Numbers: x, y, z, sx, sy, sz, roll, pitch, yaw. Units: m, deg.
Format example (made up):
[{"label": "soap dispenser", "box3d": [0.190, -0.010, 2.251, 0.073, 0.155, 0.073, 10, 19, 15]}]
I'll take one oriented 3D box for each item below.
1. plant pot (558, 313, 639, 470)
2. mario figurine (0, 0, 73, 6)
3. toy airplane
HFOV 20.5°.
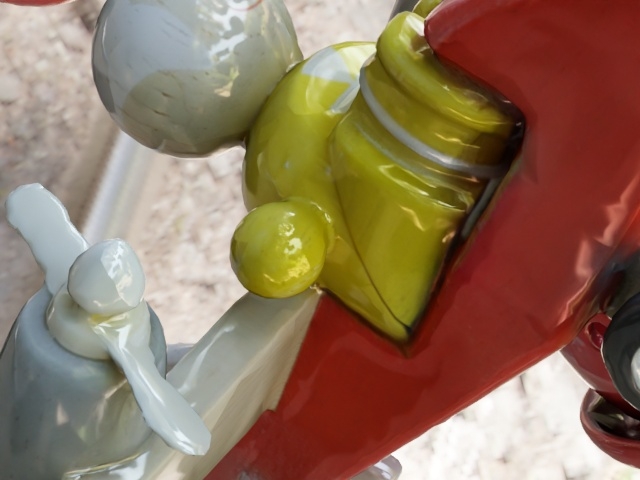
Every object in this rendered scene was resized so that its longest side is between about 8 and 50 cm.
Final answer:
[{"label": "plant pot", "box3d": [0.194, 0.008, 0.878, 0.191, 0.191, 0.174, -38, 112, -49]}, {"label": "mario figurine", "box3d": [-0.255, -0.228, 0.992, 0.321, 0.198, 0.170, 32, 33, 4]}, {"label": "toy airplane", "box3d": [0.000, 0.000, 0.760, 0.272, 0.384, 0.386, 47, 1, -5]}]
